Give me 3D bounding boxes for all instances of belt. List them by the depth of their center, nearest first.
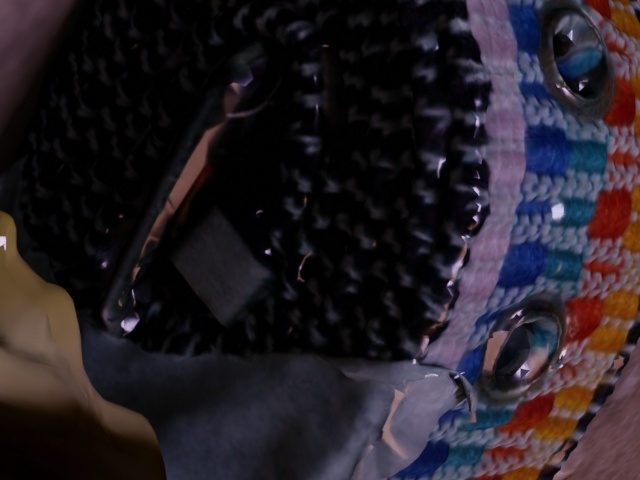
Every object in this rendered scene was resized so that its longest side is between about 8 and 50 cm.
[{"bbox_3d":[0.000,0.000,0.601,0.150,0.207,0.258,4,121,-48],"label":"belt"}]

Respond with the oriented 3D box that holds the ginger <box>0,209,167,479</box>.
[{"bbox_3d":[-0.225,0.059,0.413,0.358,0.211,0.413,-33,138,12],"label":"ginger"}]
